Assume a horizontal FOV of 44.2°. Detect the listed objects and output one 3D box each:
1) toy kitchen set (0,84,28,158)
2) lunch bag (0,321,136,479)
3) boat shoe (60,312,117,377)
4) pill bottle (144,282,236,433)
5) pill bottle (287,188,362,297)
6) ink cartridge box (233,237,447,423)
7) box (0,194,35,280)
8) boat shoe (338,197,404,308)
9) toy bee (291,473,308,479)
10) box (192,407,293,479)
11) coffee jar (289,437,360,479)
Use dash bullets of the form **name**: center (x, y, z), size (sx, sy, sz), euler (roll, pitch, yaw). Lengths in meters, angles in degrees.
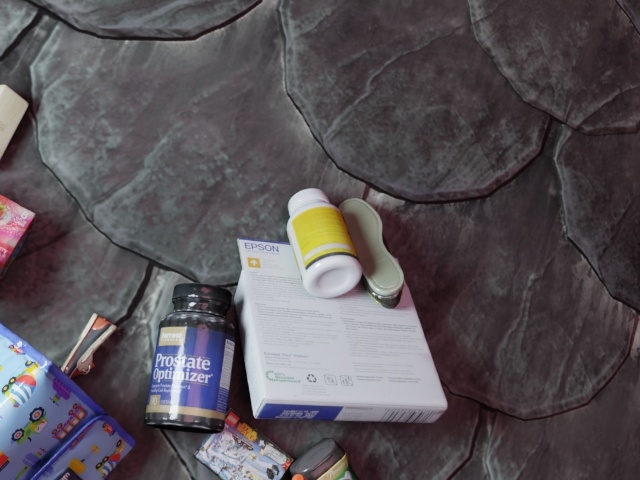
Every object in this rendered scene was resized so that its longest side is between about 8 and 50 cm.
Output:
- **toy kitchen set**: center (-0.592, -0.216, 1.192), size (0.207, 0.166, 0.122), euler (47, 55, -49)
- **lunch bag**: center (-0.395, 0.292, 1.057), size (0.221, 0.138, 0.293), euler (-50, 140, -21)
- **boat shoe**: center (-0.360, 0.176, 1.195), size (0.043, 0.049, 0.137), euler (34, 59, -15)
- **pill bottle**: center (-0.197, 0.183, 1.224), size (0.122, 0.123, 0.219), euler (12, 70, -21)
- **pill bottle**: center (0.000, 0.000, 1.351), size (0.103, 0.103, 0.184), euler (3, 46, -24)
- **ink cartridge box**: center (0.022, 0.152, 1.337), size (0.324, 0.071, 0.330), euler (7, 43, -23)
- **box**: center (-0.556, -0.034, 1.119), size (0.256, 0.122, 0.128), euler (31, 66, -15)
- **boat shoe**: center (0.086, 0.022, 1.408), size (0.081, 0.069, 0.228), euler (-17, 51, -6)
- **toy bee**: center (-0.045, 0.451, 1.194), size (0.298, 0.195, 0.162), euler (-9, 52, -9)
- **box**: center (-0.123, 0.349, 1.264), size (0.137, 0.027, 0.094), euler (42, 64, -9)
- **coffee jar**: center (0.033, 0.418, 1.287), size (0.096, 0.079, 0.184), euler (-34, 92, -21)
